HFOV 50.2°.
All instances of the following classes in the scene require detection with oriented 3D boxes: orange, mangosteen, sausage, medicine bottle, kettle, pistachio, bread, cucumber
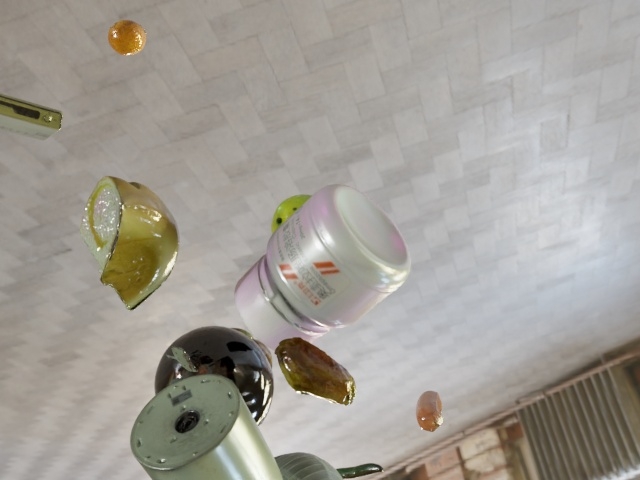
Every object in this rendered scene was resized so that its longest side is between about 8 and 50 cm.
[{"bbox_3d":[-0.432,-0.452,1.526,0.084,0.083,0.083,-9,149,-5],"label":"orange"},{"bbox_3d":[-0.262,0.343,1.674,0.297,0.313,0.296,-5,109,-16],"label":"mangosteen"},{"bbox_3d":[0.263,0.415,1.649,0.065,0.065,0.169,-18,-179,11],"label":"sausage"},{"bbox_3d":[-0.002,0.063,1.347,0.241,0.241,0.302,21,127,-42],"label":"medicine bottle"},{"bbox_3d":[-0.157,0.328,1.031,0.165,0.240,0.255,-30,124,-9],"label":"kettle"},{"bbox_3d":[-0.013,0.240,1.237,0.089,0.173,0.049,-53,168,-15],"label":"pistachio"},{"bbox_3d":[-0.346,0.001,1.266,0.156,0.158,0.260,1,126,-40],"label":"bread"},{"bbox_3d":[0.097,0.621,1.838,0.184,0.033,0.036,-24,149,34],"label":"cucumber"}]

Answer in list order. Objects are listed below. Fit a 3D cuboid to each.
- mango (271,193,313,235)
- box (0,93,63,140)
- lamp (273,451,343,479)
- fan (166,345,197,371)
[{"bbox_3d":[0.000,0.000,1.635,0.175,0.143,0.293,-49,130,7],"label":"mango"},{"bbox_3d":[-0.631,-0.249,1.265,0.270,0.045,0.211,13,175,-29],"label":"box"},{"bbox_3d":[-0.053,0.523,1.254,0.265,0.233,0.233,-34,167,-40],"label":"lamp"},{"bbox_3d":[-0.236,0.196,1.143,0.083,0.004,0.056,1,125,48],"label":"fan"}]
